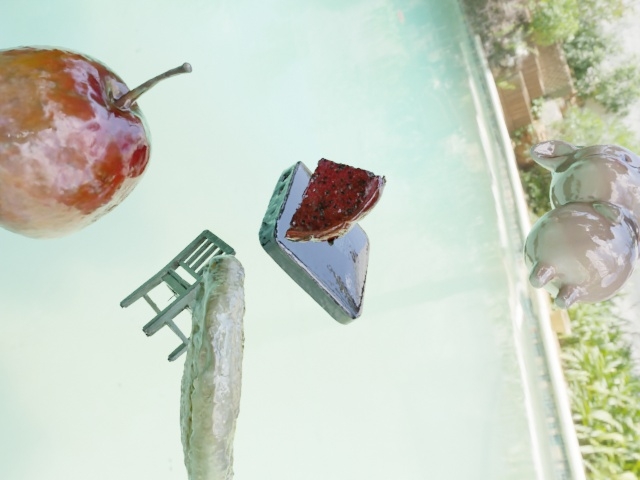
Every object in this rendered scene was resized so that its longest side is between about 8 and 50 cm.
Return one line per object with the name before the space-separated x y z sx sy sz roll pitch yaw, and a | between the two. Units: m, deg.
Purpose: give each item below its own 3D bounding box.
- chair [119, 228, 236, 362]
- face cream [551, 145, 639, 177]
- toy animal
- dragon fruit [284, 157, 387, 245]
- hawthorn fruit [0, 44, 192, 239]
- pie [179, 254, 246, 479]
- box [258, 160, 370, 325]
chair | -0.304 0.128 1.381 0.270 0.136 0.147 -43 137 -19
face cream | 0.541 -0.075 0.881 0.173 0.348 0.081 -110 -151 -71
toy animal | 0.183 -0.014 0.408 0.150 0.089 0.083 -51 132 -37
dragon fruit | 0.025 -0.044 0.960 0.161 0.127 0.120 -62 161 -9
hawthorn fruit | -0.319 -0.119 0.728 0.235 0.263 0.231 37 -55 58
pie | -0.146 0.179 0.812 0.339 0.077 0.339 -172 -90 -75
box | 0.000 0.000 1.248 0.289 0.073 0.290 46 32 -25
